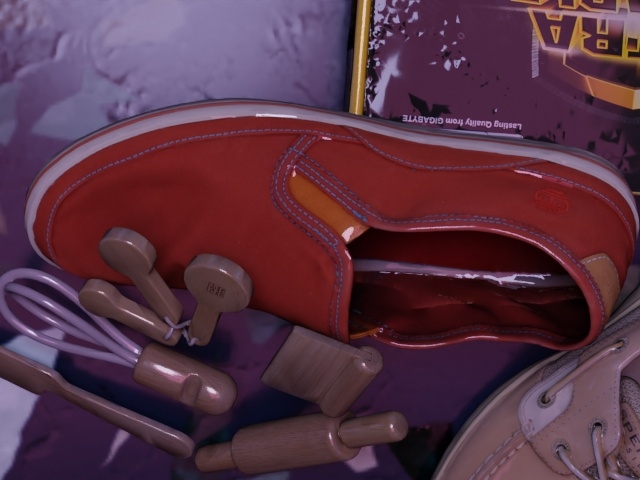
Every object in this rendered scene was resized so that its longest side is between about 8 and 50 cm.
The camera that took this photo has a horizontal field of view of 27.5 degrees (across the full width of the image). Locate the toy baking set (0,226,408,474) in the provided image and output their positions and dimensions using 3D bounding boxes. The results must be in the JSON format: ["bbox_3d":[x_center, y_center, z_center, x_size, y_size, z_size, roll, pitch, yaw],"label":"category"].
[{"bbox_3d":[-0.077,0.068,0.732,0.197,0.256,0.030,44,49,-22],"label":"toy baking set"}]

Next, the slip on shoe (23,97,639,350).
[{"bbox_3d":[0.000,0.000,0.692,0.332,0.101,0.123,5,133,6],"label":"slip on shoe"}]

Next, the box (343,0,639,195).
[{"bbox_3d":[0.179,-0.153,0.759,0.322,0.079,0.257,4,94,-4],"label":"box"}]

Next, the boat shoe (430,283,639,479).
[{"bbox_3d":[0.175,0.113,0.776,0.302,0.098,0.109,-42,97,1],"label":"boat shoe"}]
